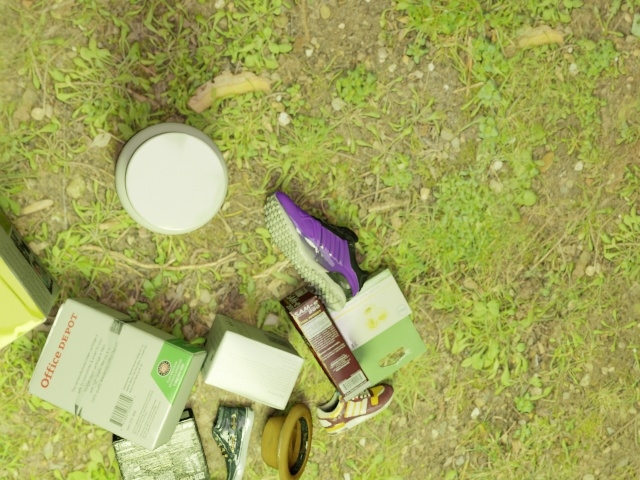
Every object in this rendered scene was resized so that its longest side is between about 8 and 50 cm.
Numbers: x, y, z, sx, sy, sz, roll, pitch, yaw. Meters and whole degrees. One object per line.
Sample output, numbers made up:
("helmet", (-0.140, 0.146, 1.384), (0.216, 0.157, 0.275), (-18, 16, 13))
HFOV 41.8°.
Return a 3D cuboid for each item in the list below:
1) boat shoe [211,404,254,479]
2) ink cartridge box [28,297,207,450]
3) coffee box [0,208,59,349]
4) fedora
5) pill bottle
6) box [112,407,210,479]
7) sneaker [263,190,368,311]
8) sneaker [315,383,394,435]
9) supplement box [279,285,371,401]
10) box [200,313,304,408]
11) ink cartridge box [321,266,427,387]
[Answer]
("boat shoe", (-0.205, 0.455, 1.854), (0.083, 0.065, 0.183), (11, 88, -12))
("ink cartridge box", (-0.409, 0.263, 1.700), (0.289, 0.121, 0.211), (24, 90, 8))
("coffee box", (-0.729, 0.073, 1.538), (0.337, 0.334, 0.338), (-34, 103, -8))
("fedora", (-0.080, 0.448, 1.851), (0.079, 0.194, 0.194), (7, 96, 20))
("pill bottle", (-0.289, -0.122, 1.606), (0.210, 0.363, 0.210), (-1, 96, -13))
("box", (-0.344, 0.464, 1.810), (0.180, 0.077, 0.147), (-16, 100, -11))
("sneaker", (0.000, 0.000, 1.835), (0.146, 0.102, 0.293), (-37, 96, -26))
("sneaker", (0.079, 0.366, 1.905), (0.185, 0.069, 0.084), (-31, 108, -9))
("supplement box", (0.009, 0.224, 1.840), (0.073, 0.130, 0.239), (-33, 102, -7))
("box", (-0.152, 0.254, 1.778), (0.182, 0.181, 0.119), (22, 91, -15))
("ink cartridge box", (0.132, 0.202, 1.907), (0.171, 0.056, 0.235), (-31, 101, -9))
